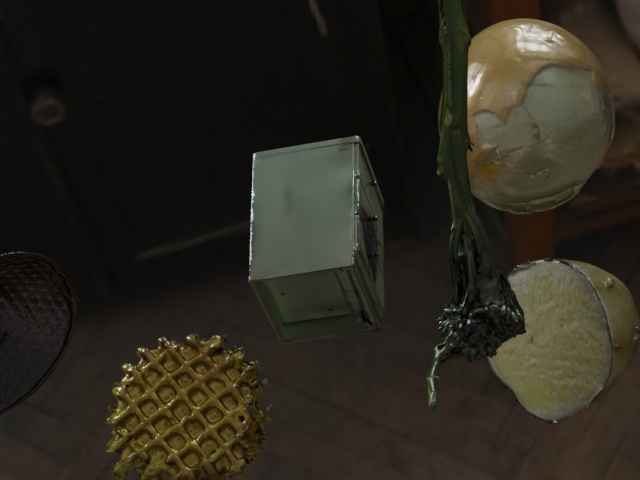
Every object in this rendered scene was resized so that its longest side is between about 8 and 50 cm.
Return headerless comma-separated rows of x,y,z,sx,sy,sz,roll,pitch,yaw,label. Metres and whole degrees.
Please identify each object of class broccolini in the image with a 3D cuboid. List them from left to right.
0.150,0.155,1.804,0.052,0.054,0.194,7,26,23,broccolini
0.064,-0.048,0.723,0.044,0.218,0.042,-8,6,8,broccolini

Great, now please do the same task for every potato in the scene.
0.289,0.105,1.703,0.117,0.202,0.182,-10,72,-37,potato

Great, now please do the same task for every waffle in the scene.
-0.155,0.208,1.781,0.197,0.070,0.193,-5,68,-1,waffle

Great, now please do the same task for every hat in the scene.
-0.338,0.079,1.461,0.193,0.193,0.082,-40,50,-20,hat

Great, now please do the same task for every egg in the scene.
0.233,-0.152,1.721,0.201,0.201,0.244,-8,42,5,egg

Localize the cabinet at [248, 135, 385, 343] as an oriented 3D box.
0.000,0.000,1.904,0.150,0.145,0.206,-8,52,12,cabinet
